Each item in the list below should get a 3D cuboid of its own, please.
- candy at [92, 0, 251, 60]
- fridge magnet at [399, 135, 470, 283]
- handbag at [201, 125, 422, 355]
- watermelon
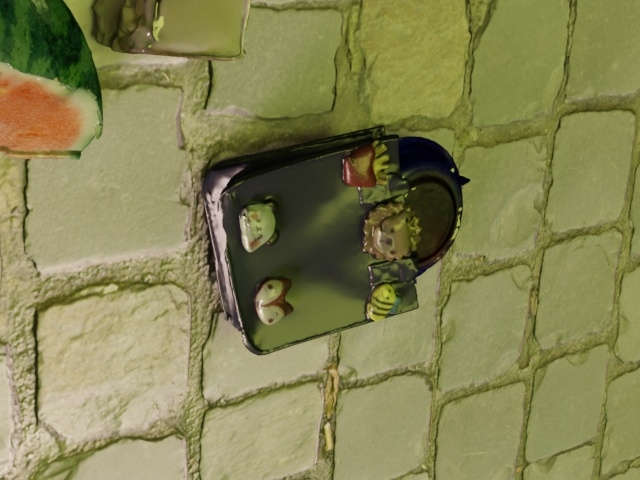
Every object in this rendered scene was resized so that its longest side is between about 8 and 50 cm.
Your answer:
[{"bbox_3d":[-0.193,-0.337,1.453,0.195,0.137,0.185,-3,108,-40],"label":"candy"},{"bbox_3d":[0.144,-0.047,1.846,0.265,0.112,0.266,-13,113,-31],"label":"fridge magnet"},{"bbox_3d":[0.000,0.000,1.676,0.329,0.122,0.303,-14,115,-12],"label":"handbag"},{"bbox_3d":[-0.380,-0.222,1.293,0.292,0.222,0.319,-8,110,-33],"label":"watermelon"}]
